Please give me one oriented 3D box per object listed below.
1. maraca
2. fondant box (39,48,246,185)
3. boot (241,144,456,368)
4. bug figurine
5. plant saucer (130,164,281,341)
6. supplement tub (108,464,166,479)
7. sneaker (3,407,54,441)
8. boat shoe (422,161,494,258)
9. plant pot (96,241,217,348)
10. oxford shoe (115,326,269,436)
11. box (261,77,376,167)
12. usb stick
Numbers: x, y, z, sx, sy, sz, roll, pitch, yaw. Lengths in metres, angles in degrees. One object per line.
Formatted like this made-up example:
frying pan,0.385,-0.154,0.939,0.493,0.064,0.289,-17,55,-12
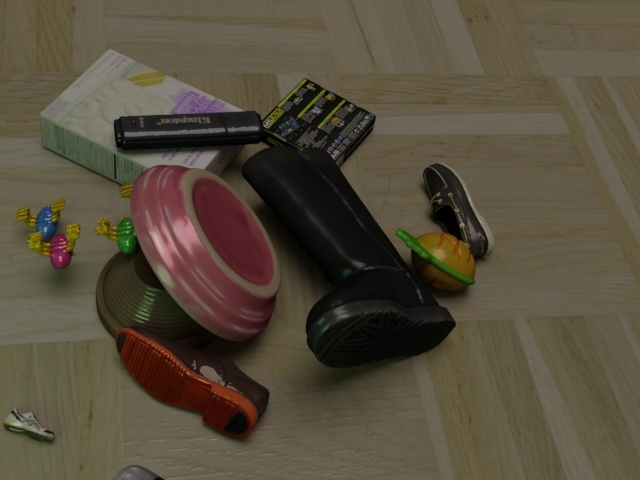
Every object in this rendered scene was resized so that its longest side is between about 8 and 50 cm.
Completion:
maraca,0.211,0.030,1.723,0.186,0.099,0.127,28,10,-34
fondant box,-0.339,-0.217,1.839,0.330,0.096,0.238,26,51,8
boot,0.001,0.000,1.626,0.367,0.146,0.445,12,39,-56
bug figurine,-0.390,-0.028,1.636,0.279,0.072,0.216,-12,30,0
plant saucer,-0.174,0.005,1.567,0.332,0.084,0.332,47,21,-25
supplement tub,-0.175,0.458,1.265,0.316,0.193,0.193,27,52,11
sneaker,-0.446,0.283,1.454,0.083,0.032,0.037,20,51,4
boat shoe,0.256,-0.061,1.842,0.069,0.081,0.227,-13,58,-26
plant pot,-0.266,0.071,1.613,0.237,0.109,0.237,5,51,-6
oxford shoe,-0.209,0.215,1.533,0.271,0.097,0.098,33,35,6
box,-0.008,-0.236,1.955,0.184,0.045,0.190,28,53,14
usb stick,-0.243,-0.207,1.759,0.278,0.045,0.077,-5,54,-15
